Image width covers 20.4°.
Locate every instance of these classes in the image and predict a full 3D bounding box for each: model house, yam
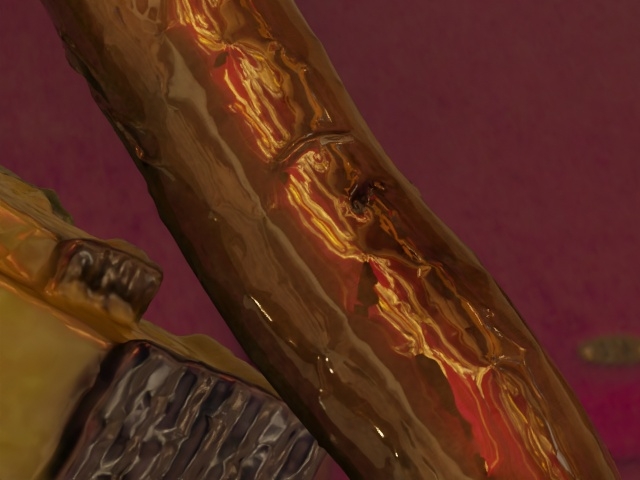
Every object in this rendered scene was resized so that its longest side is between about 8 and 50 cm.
[{"bbox_3d":[-0.106,0.092,0.666,0.211,0.170,0.194,31,90,7],"label":"model house"},{"bbox_3d":[0.000,0.000,0.477,0.067,0.317,0.071,-33,167,0],"label":"yam"}]
